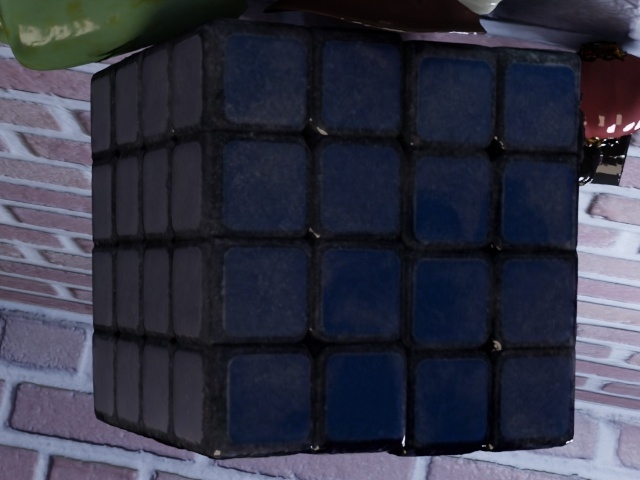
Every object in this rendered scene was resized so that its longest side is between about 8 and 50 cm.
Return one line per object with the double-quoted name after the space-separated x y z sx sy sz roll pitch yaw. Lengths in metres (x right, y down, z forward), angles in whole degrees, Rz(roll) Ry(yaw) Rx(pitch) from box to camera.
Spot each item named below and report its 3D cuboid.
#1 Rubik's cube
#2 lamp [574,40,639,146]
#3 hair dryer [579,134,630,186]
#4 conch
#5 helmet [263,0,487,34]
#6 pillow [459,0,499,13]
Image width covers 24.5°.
0.000 0.000 1.290 0.337 0.344 0.344 1 179 -24 "Rubik's cube"
0.252 -0.132 1.326 0.108 0.092 0.107 -3 -163 1 "lamp"
0.235 -0.077 1.410 0.114 0.070 0.248 7 -167 13 "hair dryer"
-0.190 -0.221 1.313 0.251 0.137 0.143 -5 140 -13 "conch"
0.045 -0.216 1.141 0.175 0.106 0.155 6 -171 18 "helmet"
0.046 -0.238 0.979 0.230 0.050 0.148 34 168 -4 "pillow"
